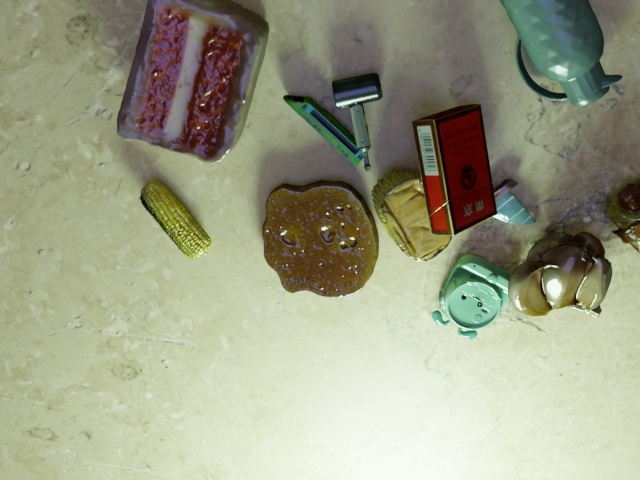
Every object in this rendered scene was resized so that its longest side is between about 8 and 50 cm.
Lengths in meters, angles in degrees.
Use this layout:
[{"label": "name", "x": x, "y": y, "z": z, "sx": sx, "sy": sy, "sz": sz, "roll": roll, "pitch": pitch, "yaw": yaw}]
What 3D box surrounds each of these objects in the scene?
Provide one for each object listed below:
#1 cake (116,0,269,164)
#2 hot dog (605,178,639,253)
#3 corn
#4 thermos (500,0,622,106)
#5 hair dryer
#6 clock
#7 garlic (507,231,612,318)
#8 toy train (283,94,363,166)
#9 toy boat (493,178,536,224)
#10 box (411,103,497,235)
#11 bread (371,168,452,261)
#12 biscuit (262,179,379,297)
[{"label": "cake", "x": -0.242, "y": -0.327, "z": 1.621, "sx": 0.237, "sy": 0.230, "sz": 0.309, "roll": 17, "pitch": 112, "yaw": -5}, {"label": "hot dog", "x": 0.702, "y": -0.037, "z": 1.749, "sx": 0.213, "sy": 0.103, "sz": 0.146, "roll": 39, "pitch": 108, "yaw": -13}, {"label": "corn", "x": -0.319, "y": -0.045, "z": 1.826, "sx": 0.072, "sy": 0.072, "sz": 0.203, "roll": -34, "pitch": 105, "yaw": 15}, {"label": "thermos", "x": 0.451, "y": -0.390, "z": 1.608, "sx": 0.182, "sy": 0.145, "sz": 0.287, "roll": -13, "pitch": 116, "yaw": 43}, {"label": "hair dryer", "x": 0.088, "y": -0.239, "z": 1.710, "sx": 0.100, "sy": 0.057, "sz": 0.198, "roll": -9, "pitch": 97, "yaw": 8}, {"label": "clock", "x": 0.342, "y": 0.135, "z": 1.862, "sx": 0.148, "sy": 0.060, "sz": 0.189, "roll": 26, "pitch": 112, "yaw": -7}, {"label": "garlic", "x": 0.506, "y": 0.064, "z": 1.773, "sx": 0.214, "sy": 0.160, "sz": 0.191, "roll": -1, "pitch": 127, "yaw": 8}, {"label": "toy train", "x": 0.013, "y": -0.243, "z": 1.738, "sx": 0.209, "sy": 0.044, "sz": 0.042, "roll": 41, "pitch": 109, "yaw": -13}, {"label": "toy boat", "x": 0.411, "y": -0.065, "z": 1.792, "sx": 0.096, "sy": 0.034, "sz": 0.122, "roll": -36, "pitch": 107, "yaw": 22}, {"label": "box", "x": 0.275, "y": -0.144, "z": 1.691, "sx": 0.074, "sy": 0.153, "sz": 0.240, "roll": 3, "pitch": 110, "yaw": 45}, {"label": "bread", "x": 0.193, "y": -0.059, "z": 1.769, "sx": 0.132, "sy": 0.114, "sz": 0.190, "roll": -29, "pitch": 116, "yaw": 4}, {"label": "biscuit", "x": 0.000, "y": -0.001, "z": 1.834, "sx": 0.257, "sy": 0.049, "sz": 0.273, "roll": -2, "pitch": 110, "yaw": 7}]
